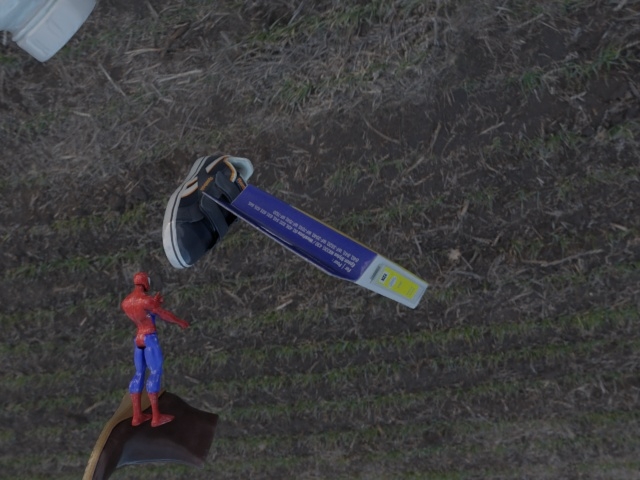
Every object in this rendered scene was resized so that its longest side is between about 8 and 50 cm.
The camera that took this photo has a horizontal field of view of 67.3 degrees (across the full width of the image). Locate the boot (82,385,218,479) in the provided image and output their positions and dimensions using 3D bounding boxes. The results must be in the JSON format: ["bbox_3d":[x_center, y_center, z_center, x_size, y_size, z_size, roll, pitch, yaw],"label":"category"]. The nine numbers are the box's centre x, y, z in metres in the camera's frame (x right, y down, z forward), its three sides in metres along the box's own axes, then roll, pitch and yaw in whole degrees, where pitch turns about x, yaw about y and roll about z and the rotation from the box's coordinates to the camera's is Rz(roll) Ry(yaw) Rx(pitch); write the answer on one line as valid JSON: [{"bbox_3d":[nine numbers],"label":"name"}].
[{"bbox_3d":[-0.324,0.408,0.947,0.206,0.249,0.090,26,124,-8],"label":"boot"}]

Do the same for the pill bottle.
[{"bbox_3d":[-0.595,-0.504,0.827,0.204,0.204,0.361,-28,136,22],"label":"pill bottle"}]

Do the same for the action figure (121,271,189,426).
[{"bbox_3d":[-0.314,0.199,0.944,0.091,0.139,0.281,-8,88,26],"label":"action figure"}]

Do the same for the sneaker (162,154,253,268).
[{"bbox_3d":[-0.224,-0.080,1.006,0.127,0.321,0.126,-6,134,13],"label":"sneaker"}]

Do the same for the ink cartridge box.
[{"bbox_3d":[0.000,0.000,0.828,0.072,0.303,0.307,-59,145,-1],"label":"ink cartridge box"}]
